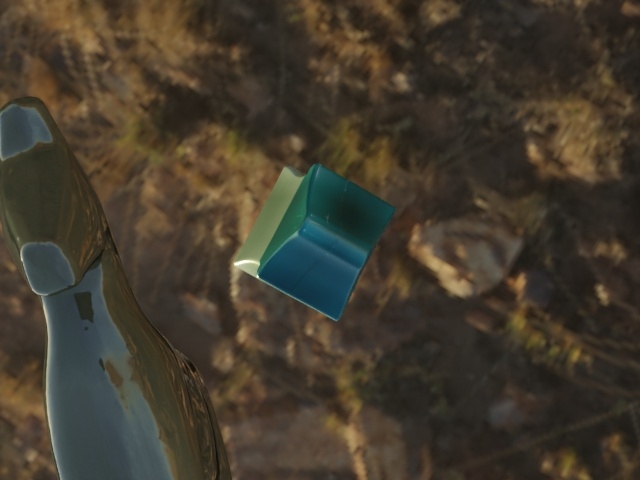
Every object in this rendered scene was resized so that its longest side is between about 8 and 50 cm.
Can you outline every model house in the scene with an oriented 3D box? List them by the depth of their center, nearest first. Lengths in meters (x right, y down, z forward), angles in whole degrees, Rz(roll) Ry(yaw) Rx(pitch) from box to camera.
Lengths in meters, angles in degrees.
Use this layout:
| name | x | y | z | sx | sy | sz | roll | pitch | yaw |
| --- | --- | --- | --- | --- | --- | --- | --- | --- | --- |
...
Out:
| name | x | y | z | sx | sy | sz | roll | pitch | yaw |
| --- | --- | --- | --- | --- | --- | --- | --- | --- | --- |
| model house | 0.000 | 0.000 | 1.544 | 0.100 | 0.127 | 0.149 | 29 | 175 | -17 |

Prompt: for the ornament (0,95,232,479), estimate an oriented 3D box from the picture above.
| name | x | y | z | sx | sy | sz | roll | pitch | yaw |
| --- | --- | --- | --- | --- | --- | --- | --- | --- | --- |
| ornament | -0.080 | 0.076 | 0.660 | 0.230 | 0.061 | 0.244 | 80 | 173 | -77 |
